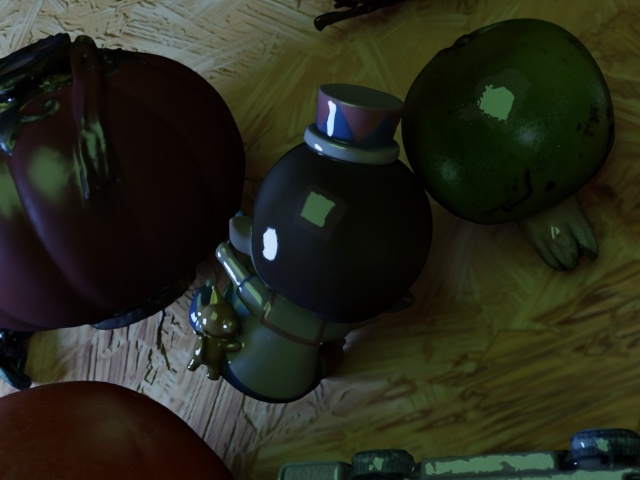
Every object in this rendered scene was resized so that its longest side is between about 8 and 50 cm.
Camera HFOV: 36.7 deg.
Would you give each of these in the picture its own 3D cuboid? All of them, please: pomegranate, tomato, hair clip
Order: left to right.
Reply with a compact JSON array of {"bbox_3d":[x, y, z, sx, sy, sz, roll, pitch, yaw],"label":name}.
[{"bbox_3d":[-0.420,0.130,1.039,0.275,0.048,0.083,-8,69,24],"label":"hair clip"},{"bbox_3d":[-0.208,0.260,0.718,0.321,0.321,0.322,-10,64,22],"label":"tomato"},{"bbox_3d":[0.164,-0.073,0.782,0.180,0.180,0.210,-31,95,11],"label":"pomegranate"}]

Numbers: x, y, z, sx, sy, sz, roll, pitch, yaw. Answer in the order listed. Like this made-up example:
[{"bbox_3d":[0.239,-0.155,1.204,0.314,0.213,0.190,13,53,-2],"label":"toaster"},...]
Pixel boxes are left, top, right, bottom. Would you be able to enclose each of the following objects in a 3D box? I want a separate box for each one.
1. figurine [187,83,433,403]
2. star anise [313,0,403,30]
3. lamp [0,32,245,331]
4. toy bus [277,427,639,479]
[{"bbox_3d":[0.000,0.006,0.772,0.275,0.161,0.158,-55,20,34],"label":"figurine"},{"bbox_3d":[0.088,-0.319,0.948,0.220,0.125,0.190,-23,56,48],"label":"star anise"},{"bbox_3d":[-0.218,-0.050,0.887,0.303,0.257,0.303,-20,25,10],"label":"lamp"},{"bbox_3d":[0.136,0.201,0.681,0.329,0.136,0.109,-9,67,22],"label":"toy bus"}]
